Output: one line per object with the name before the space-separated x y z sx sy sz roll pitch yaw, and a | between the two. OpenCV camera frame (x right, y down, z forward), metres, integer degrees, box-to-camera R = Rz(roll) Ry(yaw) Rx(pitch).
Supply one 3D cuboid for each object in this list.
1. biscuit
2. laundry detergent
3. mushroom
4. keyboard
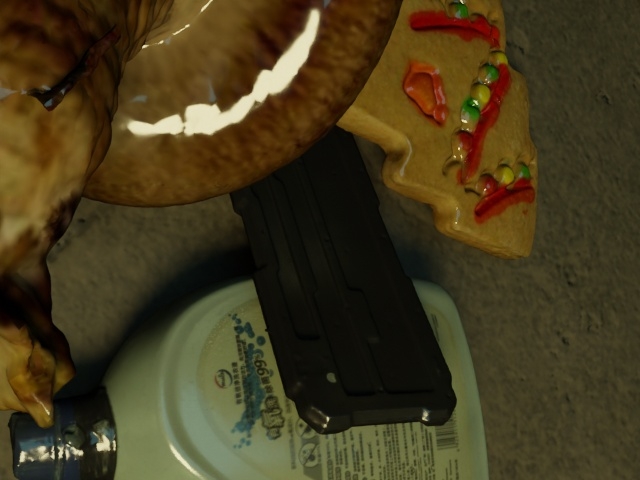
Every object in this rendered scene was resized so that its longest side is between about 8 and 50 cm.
biscuit | 0.100 -0.089 0.673 0.212 0.041 0.238 -41 106 -40
laundry detergent | -0.040 0.127 0.560 0.281 0.105 0.214 -4 81 -27
mushroom | -0.127 -0.160 0.442 0.331 0.356 0.334 39 103 0
keyboard | 0.000 0.000 0.572 0.106 0.016 0.262 2 49 -27
